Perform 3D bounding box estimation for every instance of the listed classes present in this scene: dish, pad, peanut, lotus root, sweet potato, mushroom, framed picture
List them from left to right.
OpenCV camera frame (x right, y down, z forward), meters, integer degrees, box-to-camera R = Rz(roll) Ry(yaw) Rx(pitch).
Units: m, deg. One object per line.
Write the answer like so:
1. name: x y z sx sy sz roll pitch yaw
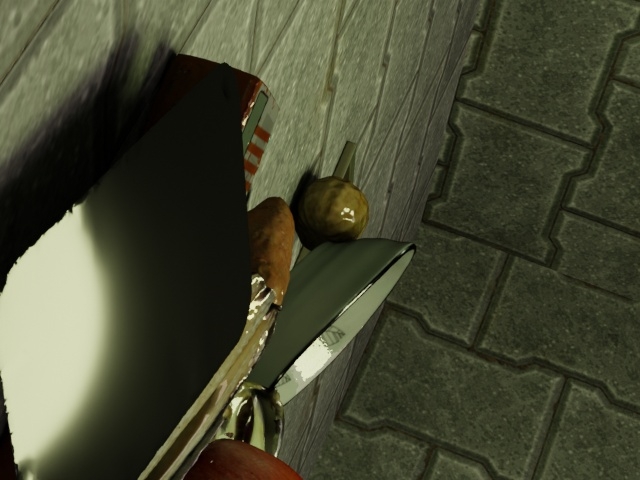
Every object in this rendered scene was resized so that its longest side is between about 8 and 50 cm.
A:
1. pad: -0.146 0.072 1.165 0.375 0.063 0.315 -52 144 -55
2. lotus root: -0.162 0.159 1.477 0.329 0.078 0.167 -51 151 -22
3. mushroom: -0.147 0.271 1.796 0.344 0.130 0.247 -61 149 -58
4. sweet potato: -0.080 0.045 1.758 0.097 0.097 0.252 101 8 -53
5. dish: -0.015 0.092 2.121 0.316 0.106 0.316 -45 171 -9
6. framed picture: -0.001 0.000 2.489 0.192 0.018 0.265 90 21 -70
7. peanut: 0.015 -0.032 2.230 0.108 0.095 0.226 -54 177 2

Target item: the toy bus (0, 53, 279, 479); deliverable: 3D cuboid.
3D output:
1. toy bus: -0.146 0.051 1.282 0.092 0.093 0.409 63 47 -70

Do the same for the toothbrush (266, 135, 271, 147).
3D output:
1. toothbrush: -0.092 -0.048 1.692 0.019 0.016 0.219 101 12 -46

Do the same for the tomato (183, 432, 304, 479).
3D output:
1. tomato: -0.065 0.366 1.618 0.338 0.143 0.338 7 90 -71
